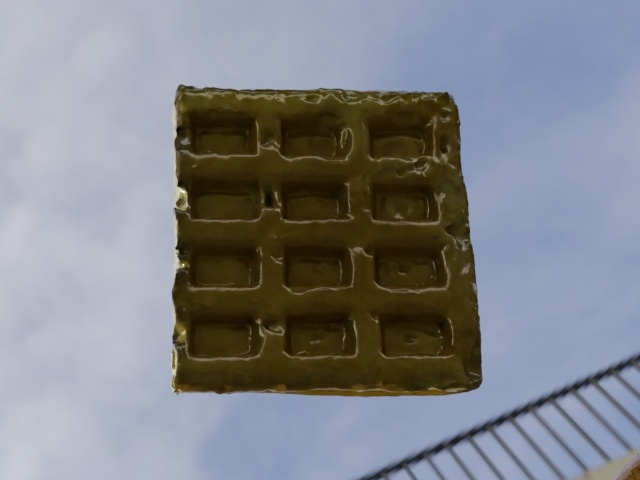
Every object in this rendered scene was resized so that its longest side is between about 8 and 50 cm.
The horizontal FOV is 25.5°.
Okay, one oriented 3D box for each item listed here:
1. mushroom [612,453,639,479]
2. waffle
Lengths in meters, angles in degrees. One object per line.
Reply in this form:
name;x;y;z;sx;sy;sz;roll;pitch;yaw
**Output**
mushroom;0.330;0.309;1.268;0.278;0.163;0.297;-41;-48;-34
waffle;0.000;0.000;1.044;0.221;0.247;0.055;1;-25;-7
